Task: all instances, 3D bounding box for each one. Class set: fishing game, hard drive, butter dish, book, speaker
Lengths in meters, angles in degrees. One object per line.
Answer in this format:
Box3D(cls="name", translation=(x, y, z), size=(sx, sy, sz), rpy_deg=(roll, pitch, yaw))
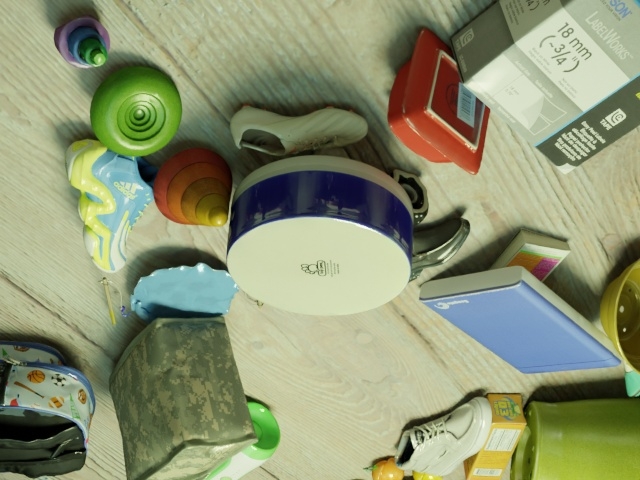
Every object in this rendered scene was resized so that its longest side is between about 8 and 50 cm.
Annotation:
Box3D(cls="fishing game", translation=(-0.228, 0.089, 1.549), size=(0.264, 0.041, 0.189), rpy_deg=(-8, 144, -5))
Box3D(cls="hard drive", translation=(0.352, 0.148, 1.609), size=(0.210, 0.040, 0.319), rpy_deg=(-14, 141, 44))
Box3D(cls="butter dish", translation=(0.144, -0.175, 1.252), size=(0.160, 0.160, 0.118), rpy_deg=(32, 148, -32))
Box3D(cls="book", translation=(0.345, 0.048, 1.564), size=(0.096, 0.035, 0.144), rpy_deg=(14, 134, -21))
Box3D(cls="speaker", translation=(-0.212, 0.440, 1.848), size=(0.131, 0.131, 0.296), rpy_deg=(28, 127, -30))

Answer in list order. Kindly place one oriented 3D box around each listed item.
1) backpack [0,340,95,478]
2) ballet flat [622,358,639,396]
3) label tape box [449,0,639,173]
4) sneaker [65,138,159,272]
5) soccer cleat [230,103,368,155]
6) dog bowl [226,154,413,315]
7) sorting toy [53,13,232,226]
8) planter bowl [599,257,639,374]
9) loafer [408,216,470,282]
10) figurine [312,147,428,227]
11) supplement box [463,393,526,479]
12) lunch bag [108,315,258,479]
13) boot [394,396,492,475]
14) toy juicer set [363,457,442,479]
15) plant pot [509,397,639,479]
Box3D(cls="backpack", translation=(-0.533, 0.307, 1.625), size=(0.263, 0.213, 0.276), rpy_deg=(10, 141, -4))
Box3D(cls="ballet flat", translation=(0.615, 0.195, 1.720), size=(0.087, 0.083, 0.247), rpy_deg=(26, 132, 3))
Box3D(cls="label tape box", translation=(0.374, -0.266, 1.188), size=(0.334, 0.106, 0.241), rpy_deg=(-36, 129, 29))
Box3D(cls="sneaker", translation=(-0.292, -0.046, 1.364), size=(0.126, 0.091, 0.240), rpy_deg=(-6, 135, 0))
Box3D(cls="soccer cleat", translation=(-0.029, -0.148, 1.293), size=(0.196, 0.076, 0.068), rpy_deg=(2, 136, -8))
Box3D(cls="dog bowl", translation=(0.000, 0.000, 1.311), size=(0.265, 0.104, 0.265), rpy_deg=(3, 145, 2))
Box3D(cls="sorting toy", translation=(-0.216, -0.135, 1.224), size=(0.127, 0.126, 0.365), rpy_deg=(-38, 127, -5))
Box3D(cls="planter bowl", translation=(0.549, 0.122, 1.586), size=(0.217, 0.217, 0.090), rpy_deg=(27, 169, -29))
Box3D(cls="loafer", translation=(0.167, 0.011, 1.490), size=(0.061, 0.062, 0.170), rpy_deg=(35, 122, -28))
Box3D(cls="figurine", translation=(0.022, -0.032, 1.418), size=(0.215, 0.092, 0.209), rpy_deg=(18, 135, -21))
Box3D(cls="supplement box", translation=(0.359, 0.414, 1.911), size=(0.080, 0.078, 0.233), rpy_deg=(5, 135, -7))
Box3D(cls="lunch bag", translation=(-0.261, 0.298, 1.601), size=(0.169, 0.235, 0.287), rpy_deg=(3, 148, -40))
Box3D(cls="boot", translation=(0.244, 0.404, 1.875), size=(0.123, 0.095, 0.258), rpy_deg=(7, 135, -19))
Box3D(cls="toy juicer set", translation=(0.231, 0.570, 2.063), size=(0.329, 0.089, 0.209), rpy_deg=(22, 117, -15))
Box3D(cls="plant pot", translation=(0.571, 0.463, 1.824), size=(0.353, 0.366, 0.366), rpy_deg=(10, 136, 3))
